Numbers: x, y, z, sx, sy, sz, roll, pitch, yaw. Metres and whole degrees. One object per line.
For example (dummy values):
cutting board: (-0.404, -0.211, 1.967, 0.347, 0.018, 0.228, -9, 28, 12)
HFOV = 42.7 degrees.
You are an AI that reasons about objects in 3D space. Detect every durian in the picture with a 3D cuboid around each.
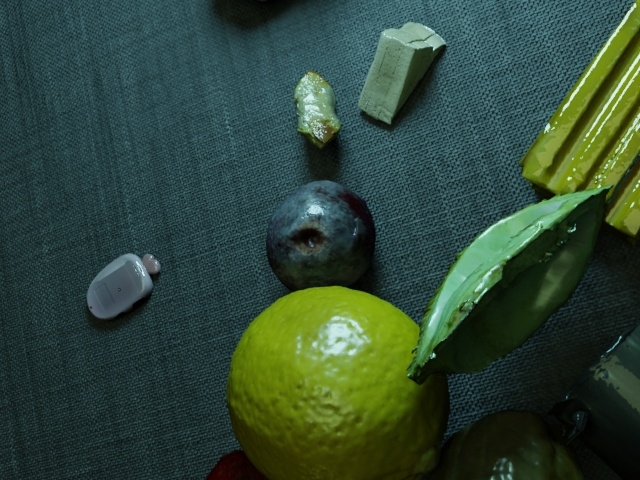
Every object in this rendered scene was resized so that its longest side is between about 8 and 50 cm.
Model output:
durian: (0.261, 0.071, 1.107, 0.394, 0.198, 0.163, -36, 92, -24)

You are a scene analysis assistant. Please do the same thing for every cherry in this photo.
cherry: (-0.003, 0.000, 1.315, 0.195, 0.195, 0.195, -4, 80, 20)

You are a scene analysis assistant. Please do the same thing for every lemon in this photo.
lemon: (0.025, 0.223, 1.193, 0.336, 0.336, 0.336, -4, 80, 20)

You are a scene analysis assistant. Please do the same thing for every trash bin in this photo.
trash bin: (0.487, 0.262, 1.080, 0.252, 0.203, 0.301, -33, 64, -30)

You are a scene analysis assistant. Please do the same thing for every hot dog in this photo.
hot dog: (-0.006, -0.215, 1.418, 0.078, 0.061, 0.169, 1, 57, -11)

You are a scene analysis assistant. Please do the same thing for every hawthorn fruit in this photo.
hawthorn fruit: (-0.111, 0.416, 1.291, 0.202, 0.185, 0.185, 34, 94, 38)

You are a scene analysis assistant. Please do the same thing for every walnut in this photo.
walnut: (0.253, 0.378, 1.129, 0.227, 0.283, 0.283, 31, 93, -21)

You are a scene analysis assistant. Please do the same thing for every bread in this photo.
bread: (0.137, -0.286, 1.399, 0.077, 0.105, 0.152, 35, 126, 22)

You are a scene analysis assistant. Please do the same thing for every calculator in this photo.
calculator: (-0.368, 0.083, 1.522, 0.166, 0.024, 0.103, -37, 70, 12)

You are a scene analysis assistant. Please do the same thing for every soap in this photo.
soap: (0.469, -0.178, 1.217, 0.204, 0.096, 0.324, 35, 94, 21)
